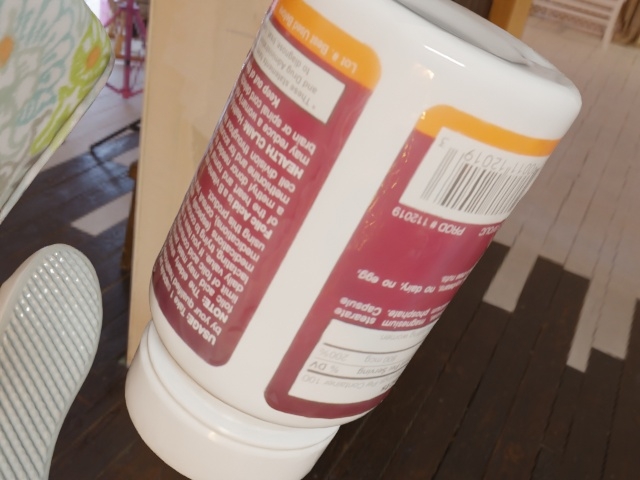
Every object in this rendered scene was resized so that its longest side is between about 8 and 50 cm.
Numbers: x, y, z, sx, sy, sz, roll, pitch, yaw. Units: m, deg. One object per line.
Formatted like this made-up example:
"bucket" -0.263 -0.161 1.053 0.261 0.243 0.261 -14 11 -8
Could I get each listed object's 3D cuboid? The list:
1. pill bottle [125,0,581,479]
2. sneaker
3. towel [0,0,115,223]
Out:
"pill bottle" 0.000 0.000 0.580 0.224 0.392 0.224 24 26 -12
"sneaker" -0.360 0.173 0.798 0.150 0.135 0.365 -6 58 31
"towel" -0.247 -0.027 0.282 0.090 0.320 0.374 33 -3 6
